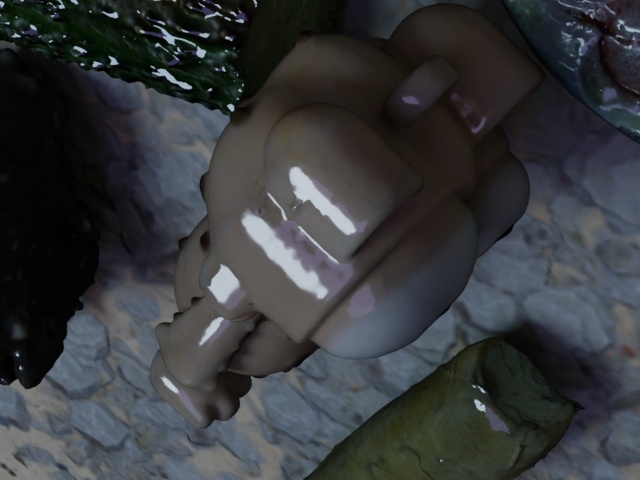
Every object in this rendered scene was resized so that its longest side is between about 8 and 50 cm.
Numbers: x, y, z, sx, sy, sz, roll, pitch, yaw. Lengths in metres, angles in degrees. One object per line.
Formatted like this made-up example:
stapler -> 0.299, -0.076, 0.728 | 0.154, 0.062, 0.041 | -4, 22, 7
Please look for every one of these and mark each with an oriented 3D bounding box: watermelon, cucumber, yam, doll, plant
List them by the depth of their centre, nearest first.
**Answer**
watermelon -> 0.139, -0.092, 0.515 | 0.187, 0.071, 0.139 | 38, 135, 1
doll -> -0.002, 0.002, 0.598 | 0.119, 0.154, 0.278 | 45, 155, 4
cucumber -> -0.166, -0.146, 0.661 | 0.359, 0.096, 0.096 | 20, 136, 22
plant -> -0.231, 0.007, 0.781 | 0.204, 0.178, 0.234 | 22, 131, 16
yam -> 0.025, 0.164, 0.819 | 0.083, 0.083, 0.371 | 39, 138, -2
